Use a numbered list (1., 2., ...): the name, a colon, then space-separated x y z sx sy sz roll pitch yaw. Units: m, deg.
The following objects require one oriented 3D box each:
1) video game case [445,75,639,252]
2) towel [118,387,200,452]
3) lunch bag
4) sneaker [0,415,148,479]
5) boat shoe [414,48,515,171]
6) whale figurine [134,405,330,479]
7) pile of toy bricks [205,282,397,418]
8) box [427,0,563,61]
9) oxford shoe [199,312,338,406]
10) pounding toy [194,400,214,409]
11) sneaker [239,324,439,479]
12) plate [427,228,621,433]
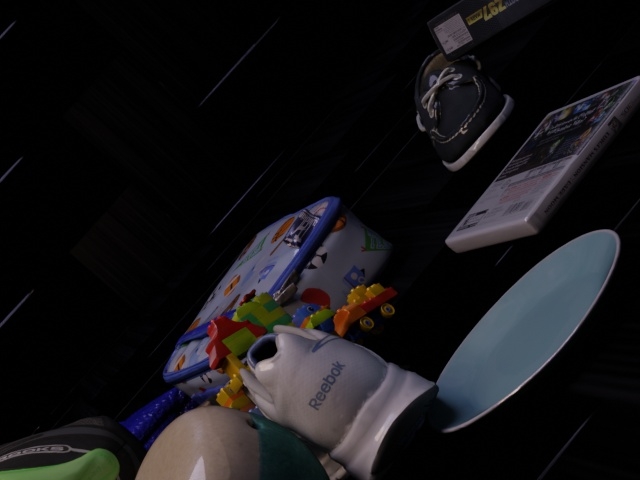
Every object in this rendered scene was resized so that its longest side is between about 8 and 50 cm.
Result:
1. video game case: 0.203 -0.064 1.403 0.173 0.022 0.190 -50 8 -15
2. towel: -0.276 0.292 1.941 0.228 0.076 0.308 -54 11 -34
3. lunch bag: -0.055 0.082 1.702 0.243 0.115 0.303 -54 10 -23
4. sneaker: -0.275 0.290 1.270 0.483 0.185 0.202 -37 5 44
5. boat shoe: 0.155 -0.161 1.814 0.114 0.091 0.302 -46 9 8
6. whale figurine: -0.076 0.253 1.087 0.216 0.141 0.272 -129 57 -70
7. pile of toy bricks: -0.037 0.086 1.378 0.212 0.105 0.118 -29 -23 -45
8. box: 0.259 -0.294 1.763 0.183 0.059 0.232 -30 2 -42
9. oxford shoe: -0.047 0.152 1.516 0.212 0.076 0.076 -40 -32 -13
10. pounding toy: -0.118 0.237 1.379 0.181 0.094 0.206 -40 9 44
11. sneaker: 0.003 0.112 1.186 0.111 0.129 0.297 -56 1 -12
12. plate: 0.147 0.068 1.085 0.188 0.024 0.188 -46 9 10
